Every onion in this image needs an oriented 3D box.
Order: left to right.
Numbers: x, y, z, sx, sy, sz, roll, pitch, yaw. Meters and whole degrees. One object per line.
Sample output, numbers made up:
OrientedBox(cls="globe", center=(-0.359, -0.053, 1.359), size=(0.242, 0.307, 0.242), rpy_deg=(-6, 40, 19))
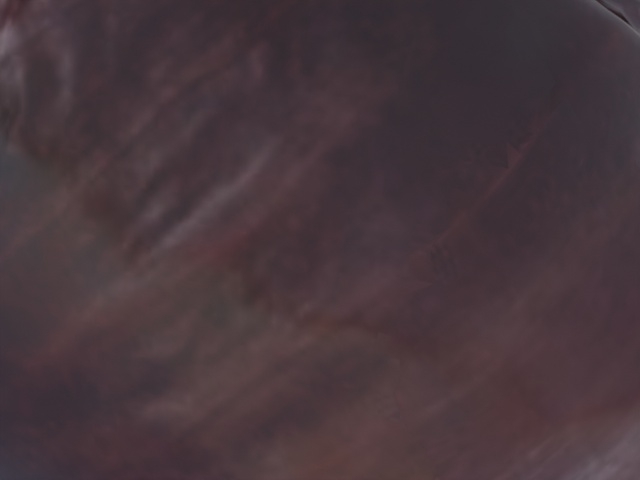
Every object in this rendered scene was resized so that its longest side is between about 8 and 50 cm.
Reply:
OrientedBox(cls="onion", center=(-0.055, 0.006, 0.484), size=(0.347, 0.285, 0.347), rpy_deg=(41, 176, 4))
